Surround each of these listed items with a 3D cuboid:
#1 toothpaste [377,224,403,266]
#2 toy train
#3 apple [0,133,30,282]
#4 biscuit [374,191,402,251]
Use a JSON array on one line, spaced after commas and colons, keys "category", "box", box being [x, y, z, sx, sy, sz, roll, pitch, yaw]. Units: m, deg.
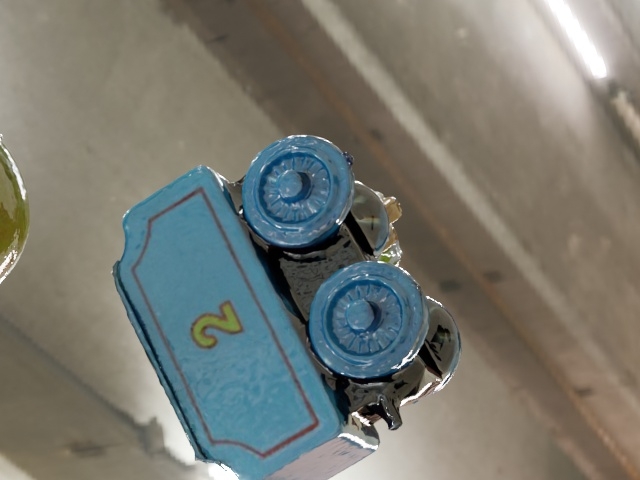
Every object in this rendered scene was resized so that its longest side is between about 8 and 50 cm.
[{"category": "toothpaste", "box": [0.073, 0.092, 2.173, 0.047, 0.248, 0.078, 8, -145, -19]}, {"category": "toy train", "box": [-0.031, 0.073, 1.334, 0.300, 0.265, 0.188, 62, -172, 21]}, {"category": "apple", "box": [-0.358, -0.014, 1.334, 0.174, 0.207, 0.188, 40, -171, 8]}, {"category": "biscuit", "box": [0.000, 0.000, 1.843, 0.047, 0.216, 0.339, 63, -170, -9]}]
